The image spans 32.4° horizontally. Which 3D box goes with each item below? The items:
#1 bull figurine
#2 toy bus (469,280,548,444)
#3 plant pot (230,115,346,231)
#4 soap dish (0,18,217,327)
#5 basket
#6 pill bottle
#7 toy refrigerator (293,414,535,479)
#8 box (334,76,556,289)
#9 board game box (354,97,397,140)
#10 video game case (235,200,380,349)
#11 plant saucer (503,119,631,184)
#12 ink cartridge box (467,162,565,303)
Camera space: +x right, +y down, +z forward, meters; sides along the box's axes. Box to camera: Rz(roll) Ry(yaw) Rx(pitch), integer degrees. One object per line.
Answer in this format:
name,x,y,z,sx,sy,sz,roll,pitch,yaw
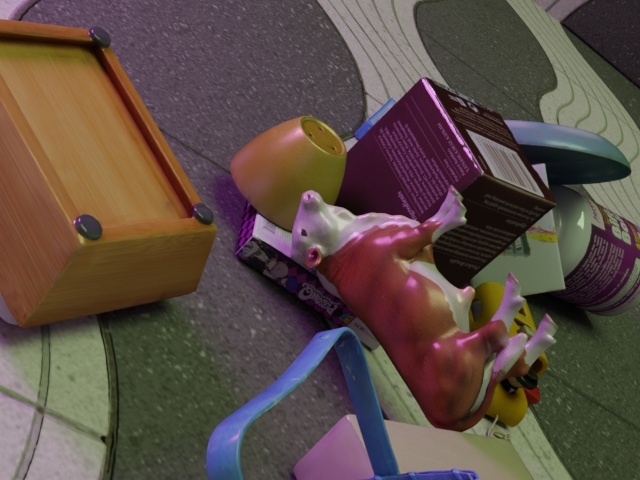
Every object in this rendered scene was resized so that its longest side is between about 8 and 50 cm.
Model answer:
bull figurine,0.104,0.050,1.184,0.310,0.188,0.101,55,11,15
toy bus,0.236,0.147,1.409,0.202,0.104,0.191,50,27,11
plant pot,-0.023,-0.088,1.286,0.134,0.095,0.134,31,30,-20
soap dish,-0.237,-0.072,0.999,0.229,0.118,0.291,-8,63,-58
basket,0.017,0.232,0.824,0.255,0.201,0.289,-31,109,-64
pill bottle,0.392,0.007,1.761,0.301,0.169,0.169,22,35,-40
toy refrigerator,0.106,0.252,1.087,0.269,0.094,0.102,18,32,-45
box,0.140,-0.058,1.357,0.168,0.203,0.167,16,39,-47
board game box,0.160,-0.127,1.767,0.211,0.039,0.160,44,26,-1
video game case,0.000,0.000,1.348,0.210,0.042,0.232,35,28,-19
plant saucer,0.295,-0.130,1.620,0.317,0.317,0.044,13,81,-48
ink cartridge box,0.257,-0.011,1.529,0.128,0.127,0.176,-47,128,-84
